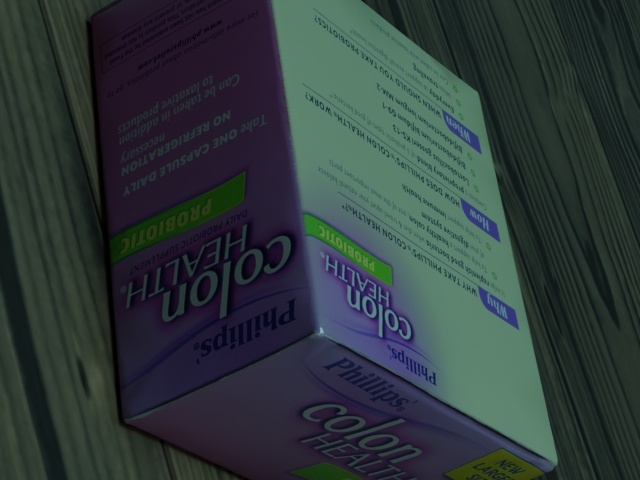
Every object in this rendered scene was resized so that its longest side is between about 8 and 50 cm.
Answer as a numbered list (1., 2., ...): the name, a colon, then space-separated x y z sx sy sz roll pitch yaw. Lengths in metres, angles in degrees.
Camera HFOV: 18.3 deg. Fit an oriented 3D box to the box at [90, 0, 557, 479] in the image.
1. box: 0.000 0.000 1.021 0.213 0.117 0.243 32 40 -47
